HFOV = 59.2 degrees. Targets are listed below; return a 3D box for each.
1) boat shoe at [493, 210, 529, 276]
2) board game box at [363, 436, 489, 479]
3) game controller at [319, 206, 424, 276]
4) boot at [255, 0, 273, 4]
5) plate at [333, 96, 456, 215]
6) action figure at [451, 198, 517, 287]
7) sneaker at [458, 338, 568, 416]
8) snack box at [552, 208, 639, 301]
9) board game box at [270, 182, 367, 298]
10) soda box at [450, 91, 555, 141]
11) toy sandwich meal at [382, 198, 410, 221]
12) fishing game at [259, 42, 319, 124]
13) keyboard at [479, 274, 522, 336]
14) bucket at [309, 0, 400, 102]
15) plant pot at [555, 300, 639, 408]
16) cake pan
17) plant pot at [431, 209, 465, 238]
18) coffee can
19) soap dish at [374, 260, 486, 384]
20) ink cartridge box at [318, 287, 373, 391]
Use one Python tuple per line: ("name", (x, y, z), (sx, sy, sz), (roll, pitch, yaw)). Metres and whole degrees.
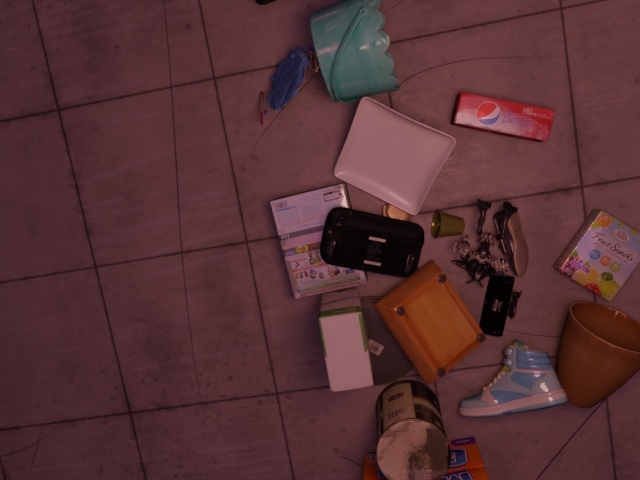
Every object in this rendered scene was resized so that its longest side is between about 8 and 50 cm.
("boat shoe", (0.556, 0.008, 1.650), (0.065, 0.075, 0.206), (-2, 109, 49))
("board game box", (0.332, 0.844, 1.639), (0.357, 0.356, 0.356), (-12, 97, 8))
("game controller", (0.153, 0.009, 1.615), (0.319, 0.067, 0.166), (11, 101, -22))
("boot", (-0.084, -0.838, 1.533), (0.260, 0.131, 0.347), (-5, 99, 6))
("plate", (0.201, -0.237, 1.580), (0.278, 0.045, 0.277), (27, 132, 6))
("action figure", (0.460, 0.025, 1.595), (0.164, 0.141, 0.275), (17, 115, 21))
("sneaker", (0.550, 0.411, 1.684), (0.319, 0.127, 0.208), (-21, 68, 28))
("snack box", (0.806, 0.041, 1.615), (0.175, 0.070, 0.207), (31, 98, 1))
("board game box", (0.000, 0.000, 1.672), (0.224, 0.097, 0.303), (-12, 97, 7))
("soda box", (0.506, -0.344, 1.578), (0.264, 0.083, 0.092), (12, 99, 4))
("toy sandwich meal", (0.227, -0.085, 1.673), (0.086, 0.029, 0.085), (0, 90, -2))
("fishing game", (-0.086, -0.442, 1.561), (0.041, 0.189, 0.264), (21, 138, -34))
("keyboard", (0.542, 0.195, 1.690), (0.100, 0.038, 0.191), (15, 102, 27))
("bucket", (0.094, -0.509, 1.504), (0.183, 0.281, 0.281), (-13, 97, 13))
("plant pot", (0.778, 0.342, 1.603), (0.237, 0.237, 0.254), (15, 116, 3))
("cake pan", (0.166, 0.314, 1.726), (0.294, 0.054, 0.292), (1, 99, 5))
("plant pot", (0.375, -0.044, 1.645), (0.079, 0.083, 0.083), (4, 99, -9))
("coffee can", (0.261, 0.554, 1.641), (0.202, 0.275, 0.201), (1, 99, 5))
("soap dish", (0.328, 0.239, 1.633), (0.229, 0.118, 0.290), (-35, 95, -13))
("ink cartridge box", (0.070, 0.263, 1.560), (0.117, 0.278, 0.201), (-10, 98, 4))
